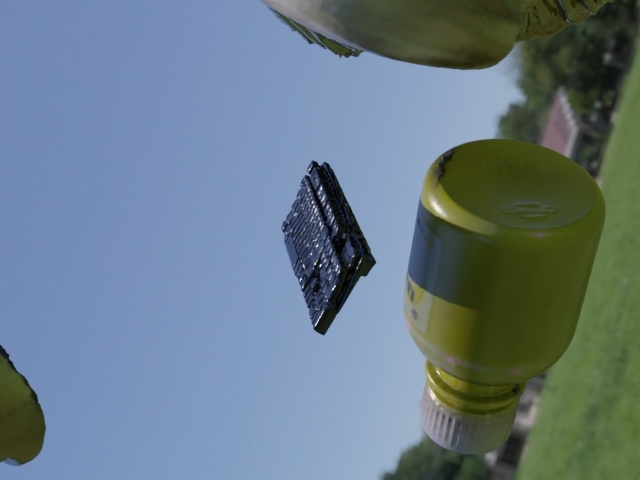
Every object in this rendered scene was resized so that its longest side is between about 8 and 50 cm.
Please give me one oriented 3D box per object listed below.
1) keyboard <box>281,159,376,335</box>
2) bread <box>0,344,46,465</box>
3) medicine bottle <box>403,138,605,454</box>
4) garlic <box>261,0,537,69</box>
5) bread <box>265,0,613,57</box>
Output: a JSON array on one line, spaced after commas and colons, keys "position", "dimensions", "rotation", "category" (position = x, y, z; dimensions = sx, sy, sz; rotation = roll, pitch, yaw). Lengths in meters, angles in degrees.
[{"position": [0.000, 0.000, 0.979], "dimensions": [0.060, 0.018, 0.195], "rotation": [-60, 15, 12], "category": "keyboard"}, {"position": [-0.372, 0.125, 1.294], "dimensions": [0.156, 0.261, 0.158], "rotation": [-34, -23, -40], "category": "bread"}, {"position": [0.115, 0.047, 1.061], "dimensions": [0.122, 0.122, 0.212], "rotation": [-62, -16, -53], "category": "medicine bottle"}, {"position": [0.036, -0.198, 0.994], "dimensions": [0.217, 0.228, 0.110], "rotation": [-63, -7, -57], "category": "garlic"}, {"position": [0.110, -0.289, 1.443], "dimensions": [0.183, 0.389, 0.236], "rotation": [-15, -74, -78], "category": "bread"}]
